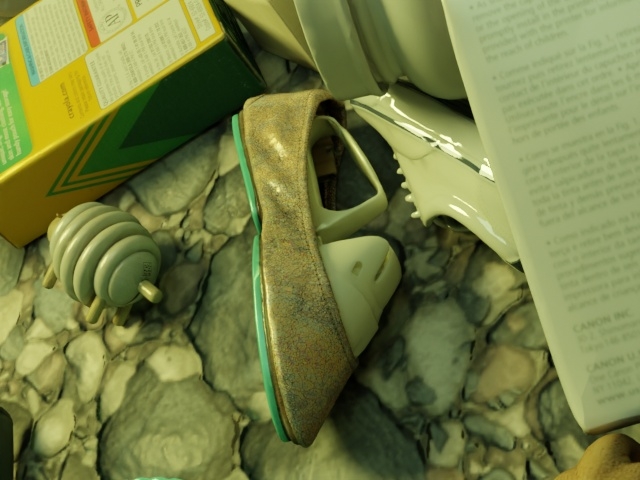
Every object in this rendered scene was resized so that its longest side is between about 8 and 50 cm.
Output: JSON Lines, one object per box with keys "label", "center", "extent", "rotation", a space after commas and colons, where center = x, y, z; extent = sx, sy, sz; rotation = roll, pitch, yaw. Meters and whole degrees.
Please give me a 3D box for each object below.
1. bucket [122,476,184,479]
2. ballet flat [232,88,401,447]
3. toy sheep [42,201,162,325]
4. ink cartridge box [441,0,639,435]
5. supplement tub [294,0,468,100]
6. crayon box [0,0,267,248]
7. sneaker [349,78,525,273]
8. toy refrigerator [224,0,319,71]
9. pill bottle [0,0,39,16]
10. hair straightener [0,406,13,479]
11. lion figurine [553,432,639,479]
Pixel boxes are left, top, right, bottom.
{"label": "bucket", "center": [-0.075, 0.279, 0.742], "extent": [0.281, 0.183, 0.281], "rotation": [-16, 52, 22]}
{"label": "ballet flat", "center": [0.000, 0.000, 0.953], "extent": [0.106, 0.107, 0.316], "rotation": [-14, 52, 6]}
{"label": "toy sheep", "center": [-0.173, 0.017, 1.058], "extent": [0.132, 0.091, 0.091], "rotation": [32, 78, 28]}
{"label": "ink cartridge box", "center": [0.230, -0.122, 0.712], "extent": [0.308, 0.091, 0.385], "rotation": [-18, 82, 12]}
{"label": "supplement tub", "center": [0.148, -0.226, 0.850], "extent": [0.331, 0.241, 0.241], "rotation": [-12, 52, 11]}
{"label": "crayon box", "center": [-0.226, -0.135, 1.195], "extent": [0.323, 0.083, 0.203], "rotation": [-31, 48, 8]}
{"label": "sneaker", "center": [0.087, -0.055, 0.945], "extent": [0.258, 0.094, 0.091], "rotation": [41, 117, 56]}
{"label": "toy refrigerator", "center": [0.030, -0.287, 1.133], "extent": [0.094, 0.102, 0.269], "rotation": [28, 76, 41]}
{"label": "pill bottle", "center": [-0.380, -0.315, 1.391], "extent": [0.208, 0.119, 0.119], "rotation": [26, 75, 41]}
{"label": "hair straightener", "center": [-0.237, 0.218, 0.976], "extent": [0.089, 0.047, 0.230], "rotation": [-26, 49, 14]}
{"label": "lion figurine", "center": [0.145, 0.224, 0.608], "extent": [0.142, 0.240, 0.392], "rotation": [-22, 49, 17]}
